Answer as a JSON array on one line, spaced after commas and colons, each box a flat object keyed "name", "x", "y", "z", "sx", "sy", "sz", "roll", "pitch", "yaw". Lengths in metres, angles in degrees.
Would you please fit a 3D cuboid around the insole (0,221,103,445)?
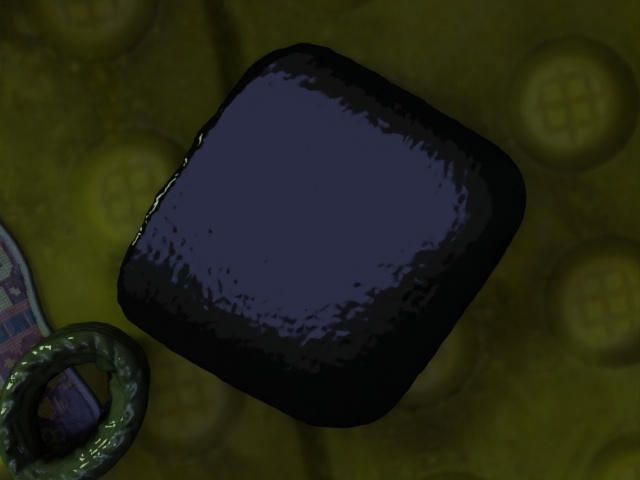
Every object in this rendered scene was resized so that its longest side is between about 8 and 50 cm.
[{"name": "insole", "x": -0.199, "y": 0.054, "z": 0.843, "sx": 0.065, "sy": 0.004, "sz": 0.197, "roll": -28, "pitch": 94, "yaw": 1}]

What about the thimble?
[{"name": "thimble", "x": -0.152, "y": 0.103, "z": 0.813, "sx": 0.084, "sy": 0.062, "sz": 0.110, "roll": 28, "pitch": 93, "yaw": -5}]

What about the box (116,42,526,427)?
[{"name": "box", "x": 0.000, "y": 0.000, "z": 0.824, "sx": 0.201, "sy": 0.042, "sz": 0.212, "roll": 31, "pitch": 94, "yaw": -3}]
